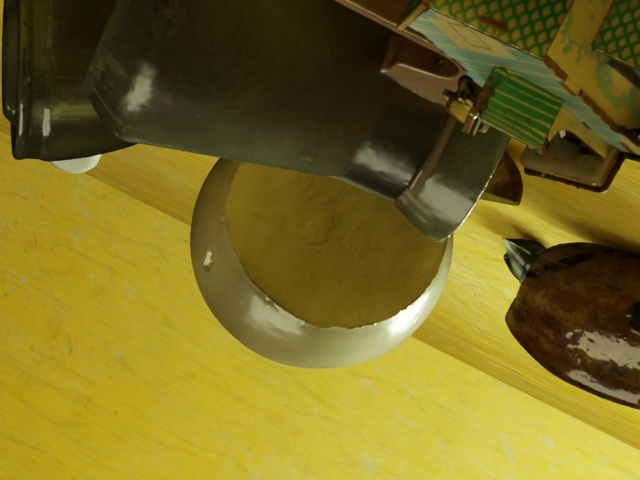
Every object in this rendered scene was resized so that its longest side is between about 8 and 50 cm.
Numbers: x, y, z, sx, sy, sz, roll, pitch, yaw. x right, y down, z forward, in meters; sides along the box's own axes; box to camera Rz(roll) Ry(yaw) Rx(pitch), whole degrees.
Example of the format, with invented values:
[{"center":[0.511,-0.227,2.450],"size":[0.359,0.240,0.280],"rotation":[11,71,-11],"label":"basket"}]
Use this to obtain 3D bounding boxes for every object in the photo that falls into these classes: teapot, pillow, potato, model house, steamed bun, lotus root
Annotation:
[{"center":[-0.254,-0.200,1.938],"size":[0.239,0.239,0.321],"rotation":[2,169,-14],"label":"teapot"},{"center":[0.285,0.033,2.215],"size":[0.091,0.055,0.135],"rotation":[59,177,17],"label":"pillow"},{"center":[0.186,-0.077,1.835],"size":[0.103,0.066,0.096],"rotation":[15,180,39],"label":"potato"},{"center":[0.152,-0.154,1.133],"size":[0.271,0.178,0.206],"rotation":[24,170,46],"label":"model house"},{"center":[0.000,0.000,1.999],"size":[0.324,0.324,0.206],"rotation":[29,161,-5],"label":"steamed bun"},{"center":[0.378,0.102,1.983],"size":[0.291,0.193,0.193],"rotation":[27,172,24],"label":"lotus root"},{"center":[-0.004,-0.161,1.410],"size":[0.344,0.253,0.300],"rotation":[22,165,-9],"label":"teapot"}]

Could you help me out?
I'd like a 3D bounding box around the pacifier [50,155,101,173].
[{"center":[-0.316,-0.186,2.343],"size":[0.279,0.207,0.227],"rotation":[30,-171,-9],"label":"pacifier"}]
